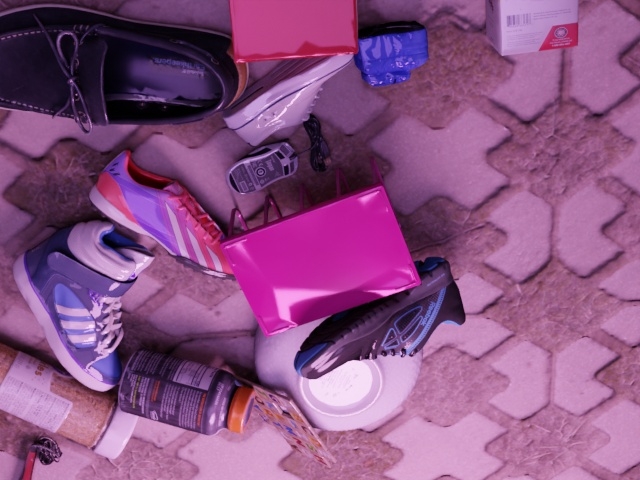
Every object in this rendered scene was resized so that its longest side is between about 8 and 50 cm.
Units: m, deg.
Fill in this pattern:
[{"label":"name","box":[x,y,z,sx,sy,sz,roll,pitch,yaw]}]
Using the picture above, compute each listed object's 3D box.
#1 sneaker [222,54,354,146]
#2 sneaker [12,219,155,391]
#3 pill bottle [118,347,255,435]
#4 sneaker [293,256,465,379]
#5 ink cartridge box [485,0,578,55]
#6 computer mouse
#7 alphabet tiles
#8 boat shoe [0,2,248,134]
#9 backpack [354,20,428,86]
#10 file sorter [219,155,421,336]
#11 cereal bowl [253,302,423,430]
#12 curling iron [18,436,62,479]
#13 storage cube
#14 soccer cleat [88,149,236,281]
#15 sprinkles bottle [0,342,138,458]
[{"label":"sneaker","box":[-0.043,-0.252,1.570,0.258,0.094,0.091,-29,126,20]},{"label":"sneaker","box":[-0.392,0.114,1.706,0.236,0.130,0.323,-24,109,14]},{"label":"pill bottle","box":[-0.252,0.299,1.773,0.246,0.130,0.130,14,116,8]},{"label":"sneaker","box":[0.114,0.166,1.636,0.341,0.125,0.139,-30,104,-14]},{"label":"ink cartridge box","box":[0.336,-0.404,1.476,0.128,0.127,0.176,-6,117,1]},{"label":"computer mouse","box":[-0.080,-0.145,1.641,0.193,0.042,0.106,-21,120,2]},{"label":"alphabet tiles","box":[-0.069,0.362,1.823,0.009,0.198,0.237,-48,126,-25]},{"label":"boat shoe","box":[-0.370,-0.276,1.502,0.500,0.156,0.187,3,118,-2]},{"label":"backpack","box":[0.119,-0.314,1.533,0.120,0.098,0.101,-15,115,-5]},{"label":"file sorter","box":[0.000,0.000,1.635,0.291,0.182,0.202,-20,116,9]},{"label":"cereal bowl","box":[0.037,0.237,1.779,0.339,0.141,0.339,-1,117,-2]},{"label":"curling iron","box":[-0.616,0.527,1.956,0.068,0.035,0.274,22,113,-12]},{"label":"storage cube","box":[-0.046,-0.395,1.438,0.193,0.183,0.215,-5,116,-1]},{"label":"soccer cleat","box":[-0.253,-0.039,1.653,0.318,0.108,0.116,32,107,-14]},{"label":"sprinkles bottle","box":[-0.536,0.305,1.800,0.355,0.121,0.121,28,112,-15]}]
